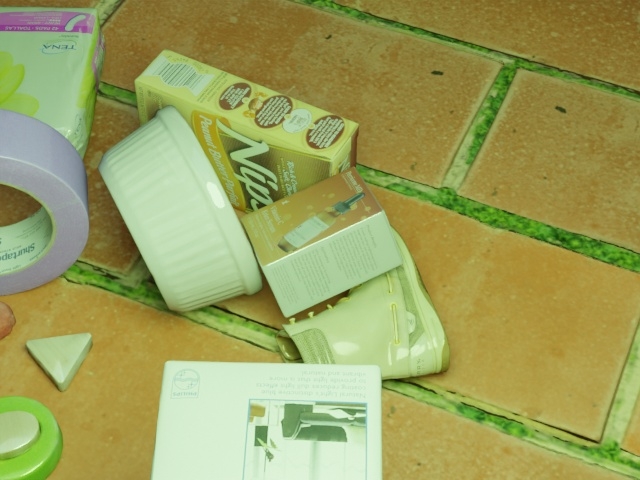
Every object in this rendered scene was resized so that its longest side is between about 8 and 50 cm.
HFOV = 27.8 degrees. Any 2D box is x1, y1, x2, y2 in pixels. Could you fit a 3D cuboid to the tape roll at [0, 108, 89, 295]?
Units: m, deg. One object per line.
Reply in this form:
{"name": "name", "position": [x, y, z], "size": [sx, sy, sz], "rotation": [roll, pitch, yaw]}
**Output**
{"name": "tape roll", "position": [-0.441, -0.045, 1.685], "size": [0.274, 0.275, 0.090], "rotation": [-6, 50, -6]}

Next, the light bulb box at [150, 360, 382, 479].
{"name": "light bulb box", "position": [-0.048, 0.366, 1.285], "size": [0.225, 0.358, 0.361], "rotation": [1, 48, 2]}

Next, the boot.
{"name": "boot", "position": [0.033, 0.088, 1.704], "size": [0.203, 0.095, 0.262], "rotation": [-15, 54, -12]}

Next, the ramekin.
{"name": "ramekin", "position": [-0.189, -0.029, 1.695], "size": [0.127, 0.273, 0.273], "rotation": [-27, 54, -7]}

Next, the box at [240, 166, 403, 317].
{"name": "box", "position": [0.000, 0.000, 1.678], "size": [0.170, 0.091, 0.130], "rotation": [-25, 34, -3]}

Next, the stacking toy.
{"name": "stacking toy", "position": [-0.447, 0.163, 1.601], "size": [0.279, 0.130, 0.309], "rotation": [8, 50, 6]}

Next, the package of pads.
{"name": "package of pads", "position": [-0.451, -0.232, 1.962], "size": [0.229, 0.101, 0.297], "rotation": [2, 50, 2]}

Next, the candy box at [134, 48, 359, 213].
{"name": "candy box", "position": [-0.104, -0.130, 1.825], "size": [0.316, 0.183, 0.087], "rotation": [24, 53, 18]}
